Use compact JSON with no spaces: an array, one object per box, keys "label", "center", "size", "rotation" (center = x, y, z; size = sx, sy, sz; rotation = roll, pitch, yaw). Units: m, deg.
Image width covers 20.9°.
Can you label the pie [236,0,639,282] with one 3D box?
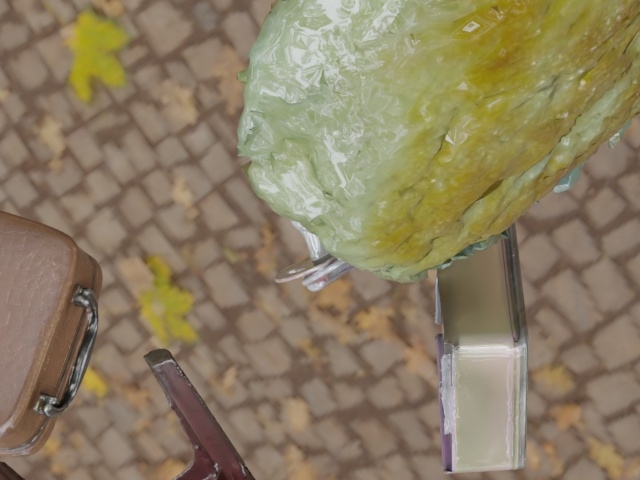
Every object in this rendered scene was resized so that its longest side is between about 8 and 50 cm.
[{"label":"pie","center":[0.111,-0.160,0.845],"size":[0.180,0.418,0.395],"rotation":[41,105,13]}]

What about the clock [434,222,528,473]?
[{"label":"clock","center":[0.131,0.083,1.451],"size":[0.071,0.192,0.147],"rotation":[-2,125,2]}]

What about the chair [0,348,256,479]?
[{"label":"chair","center":[-0.086,0.269,1.300],"size":[0.183,0.175,0.326],"rotation":[57,178,47]}]

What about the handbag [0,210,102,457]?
[{"label":"handbag","center":[-0.262,0.075,1.414],"size":[0.151,0.193,0.072],"rotation":[10,161,18]}]

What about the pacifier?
[{"label":"pacifier","center":[0.000,0.000,1.521],"size":[0.081,0.099,0.078],"rotation":[-13,103,60]}]
